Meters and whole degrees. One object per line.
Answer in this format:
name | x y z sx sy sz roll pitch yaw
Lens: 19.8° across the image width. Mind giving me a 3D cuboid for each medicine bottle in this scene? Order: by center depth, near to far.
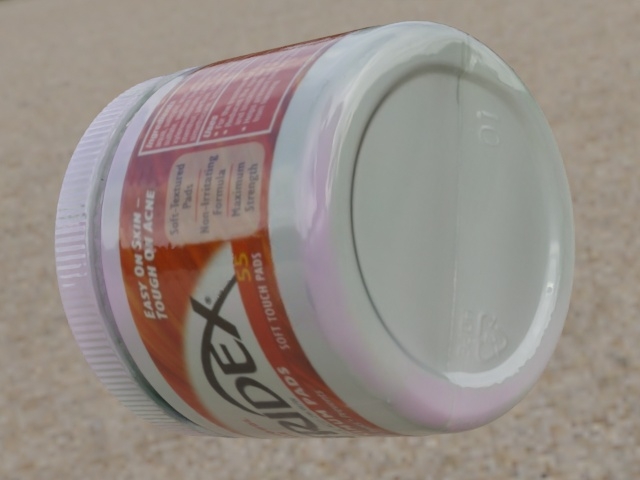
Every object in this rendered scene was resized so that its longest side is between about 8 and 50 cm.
medicine bottle | 0.000 0.000 1.166 0.241 0.252 0.252 -7 11 44
